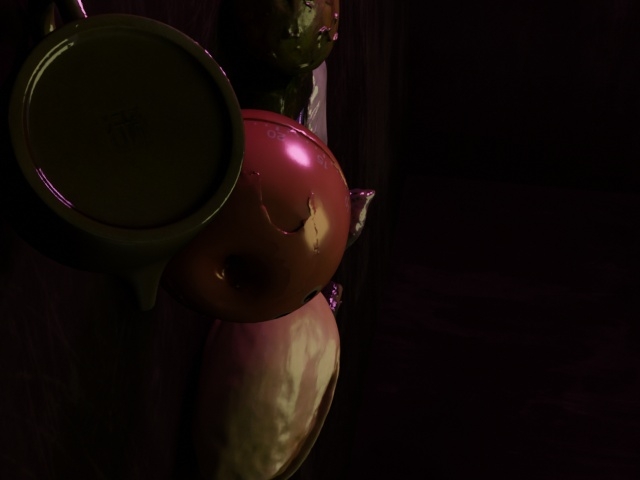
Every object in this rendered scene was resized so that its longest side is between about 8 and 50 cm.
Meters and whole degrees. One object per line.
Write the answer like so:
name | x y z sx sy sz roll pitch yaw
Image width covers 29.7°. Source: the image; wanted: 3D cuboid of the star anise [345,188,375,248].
star anise | 0.002 -0.003 2.252 0.257 0.111 0.198 -58 -178 -37

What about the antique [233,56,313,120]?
antique | -0.071 -0.218 1.751 0.221 0.081 0.080 -68 159 -60

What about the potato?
potato | -0.038 -0.324 1.687 0.298 0.141 0.176 -59 156 -69

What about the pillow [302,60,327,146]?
pillow | -0.014 -0.229 2.195 0.128 0.051 0.229 -64 156 -73

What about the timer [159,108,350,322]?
timer | -0.082 -0.025 1.320 0.215 0.230 0.229 -77 169 -57

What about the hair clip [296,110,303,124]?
hair clip | -0.060 -0.134 2.024 0.275 0.048 0.083 -82 171 -45

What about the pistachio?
pistachio | -0.074 0.195 1.651 0.187 0.188 0.299 60 41 -75

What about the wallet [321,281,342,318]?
wallet | -0.058 0.200 1.860 0.044 0.169 0.317 47 36 -27

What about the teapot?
teapot | -0.175 -0.075 0.944 0.175 0.186 0.267 -30 -100 61
